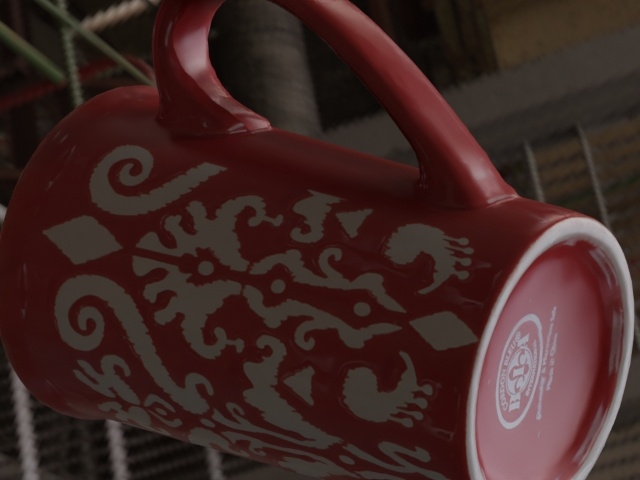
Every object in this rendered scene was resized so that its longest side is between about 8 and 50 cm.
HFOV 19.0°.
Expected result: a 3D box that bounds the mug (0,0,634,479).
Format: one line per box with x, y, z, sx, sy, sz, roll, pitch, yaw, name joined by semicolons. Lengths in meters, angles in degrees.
-0.005;0.008;0.570;0.169;0.150;0.113;15;-132;36;mug
